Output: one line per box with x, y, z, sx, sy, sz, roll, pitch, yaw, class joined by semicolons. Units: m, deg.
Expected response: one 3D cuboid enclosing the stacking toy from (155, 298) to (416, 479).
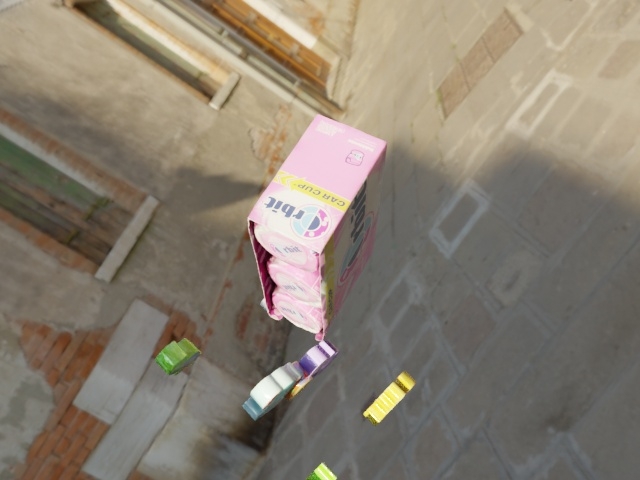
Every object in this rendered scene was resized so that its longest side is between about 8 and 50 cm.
-0.020;0.118;0.593;0.052;0.167;0.221;-53;-14;27;stacking toy

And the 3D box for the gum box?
0.000;0.000;0.567;0.107;0.062;0.188;-59;-15;-25;gum box
